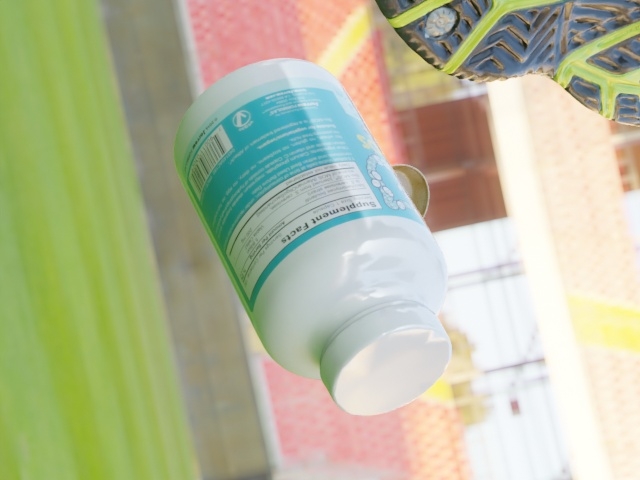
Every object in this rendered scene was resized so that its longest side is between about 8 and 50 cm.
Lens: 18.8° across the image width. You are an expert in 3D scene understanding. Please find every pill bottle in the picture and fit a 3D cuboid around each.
[{"bbox_3d":[0.000,0.000,1.410,0.146,0.146,0.264,82,-16,-51],"label":"pill bottle"}]

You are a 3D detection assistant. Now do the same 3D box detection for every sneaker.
[{"bbox_3d":[0.124,-0.189,1.276,0.384,0.145,0.147,23,27,-49],"label":"sneaker"}]

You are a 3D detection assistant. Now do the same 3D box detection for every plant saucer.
[{"bbox_3d":[0.055,-0.030,1.650,0.015,0.083,0.083,41,-31,48],"label":"plant saucer"}]
